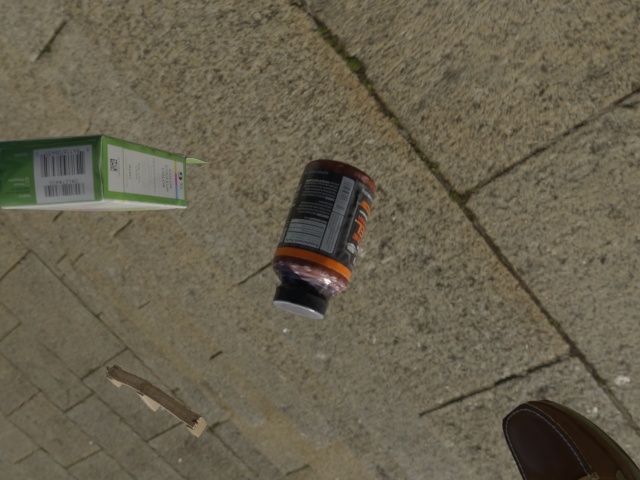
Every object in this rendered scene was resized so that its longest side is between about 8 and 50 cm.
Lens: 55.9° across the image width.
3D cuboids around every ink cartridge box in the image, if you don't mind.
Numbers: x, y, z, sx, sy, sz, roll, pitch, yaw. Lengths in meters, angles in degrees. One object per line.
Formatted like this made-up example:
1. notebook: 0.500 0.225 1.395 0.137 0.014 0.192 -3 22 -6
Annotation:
1. ink cartridge box: -0.210 -0.062 0.625 0.108 0.209 0.062 -1 91 15

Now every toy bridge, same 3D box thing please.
1. toy bridge: -0.260 0.235 0.920 0.188 0.026 0.063 23 149 23

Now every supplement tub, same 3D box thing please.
1. supplement tub: 0.000 0.000 0.798 0.106 0.198 0.106 17 165 5

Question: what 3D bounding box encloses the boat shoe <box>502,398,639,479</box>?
1. boat shoe: 0.309 0.323 0.663 0.119 0.324 0.123 6 129 -38
